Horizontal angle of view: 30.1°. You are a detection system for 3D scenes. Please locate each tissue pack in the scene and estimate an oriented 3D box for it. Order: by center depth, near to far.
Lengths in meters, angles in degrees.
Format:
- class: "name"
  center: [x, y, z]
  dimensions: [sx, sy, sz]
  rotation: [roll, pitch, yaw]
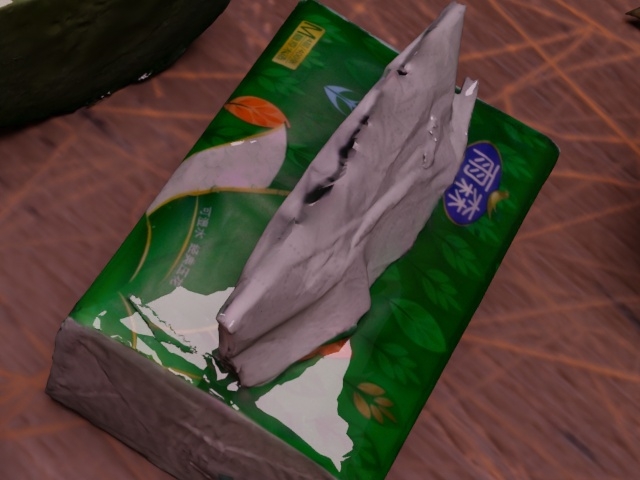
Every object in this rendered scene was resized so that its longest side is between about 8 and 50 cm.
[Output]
- class: "tissue pack"
  center: [0.001, 0.001, 0.532]
  dimensions: [0.148, 0.156, 0.209]
  rotation: [33, 59, 0]

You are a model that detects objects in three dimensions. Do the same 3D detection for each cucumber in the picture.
- class: "cucumber"
  center: [-0.136, -0.148, 0.567]
  dimensions: [0.191, 0.191, 0.130]
  rotation: [-34, 75, -28]

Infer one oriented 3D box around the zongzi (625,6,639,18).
- class: "zongzi"
  center: [0.240, -0.154, 0.752]
  dimensions: [0.083, 0.040, 0.076]
  rotation: [16, 52, 13]
